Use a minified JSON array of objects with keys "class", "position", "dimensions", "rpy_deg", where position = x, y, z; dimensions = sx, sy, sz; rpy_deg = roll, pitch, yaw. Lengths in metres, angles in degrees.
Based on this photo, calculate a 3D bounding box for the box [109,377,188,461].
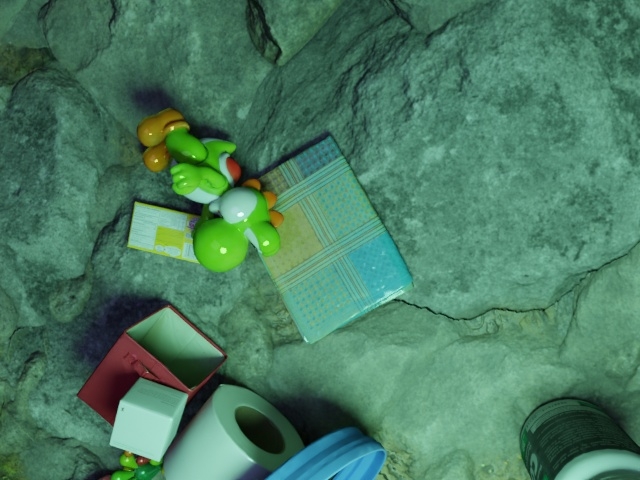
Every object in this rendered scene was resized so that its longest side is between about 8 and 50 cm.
[{"class":"box","position":[-0.316,0.330,1.027],"dimensions":[0.101,0.087,0.101],"rpy_deg":[19,106,1]}]

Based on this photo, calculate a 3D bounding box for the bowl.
[{"class":"bowl","position":[-0.040,0.512,1.067],"dimensions":[0.077,0.391,0.391],"rpy_deg":[44,100,30]}]

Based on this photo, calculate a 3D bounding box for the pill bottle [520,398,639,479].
[{"class":"pill bottle","position":[0.492,0.436,0.982],"dimensions":[0.205,0.361,0.204],"rpy_deg":[1,94,9]}]

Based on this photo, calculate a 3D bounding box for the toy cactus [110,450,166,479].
[{"class":"toy cactus","position":[-0.359,0.501,1.206],"dimensions":[0.112,0.181,0.219],"rpy_deg":[55,129,31]}]

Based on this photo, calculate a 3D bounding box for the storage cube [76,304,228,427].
[{"class":"storage cube","position":[-0.348,0.285,1.175],"dimensions":[0.184,0.215,0.193],"rpy_deg":[40,105,3]}]

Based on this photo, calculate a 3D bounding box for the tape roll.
[{"class":"tape roll","position":[-0.172,0.444,1.139],"dimensions":[0.246,0.246,0.169],"rpy_deg":[39,98,4]}]

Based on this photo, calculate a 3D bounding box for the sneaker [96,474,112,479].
[{"class":"sneaker","position":[-0.437,0.676,1.259],"dimensions":[0.136,0.116,0.313],"rpy_deg":[-36,88,8]}]

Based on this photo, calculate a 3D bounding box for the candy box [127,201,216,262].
[{"class":"candy box","position":[-0.324,-0.015,1.239],"dimensions":[0.206,0.027,0.105],"rpy_deg":[13,93,7]}]

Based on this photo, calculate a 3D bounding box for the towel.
[{"class":"towel","position":[0.000,0.000,1.190],"dimensions":[0.272,0.040,0.370],"rpy_deg":[-29,87,8]}]

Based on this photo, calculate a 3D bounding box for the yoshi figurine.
[{"class":"yoshi figurine","position":[-0.244,-0.079,1.125],"dimensions":[0.362,0.204,0.203],"rpy_deg":[46,116,11]}]
